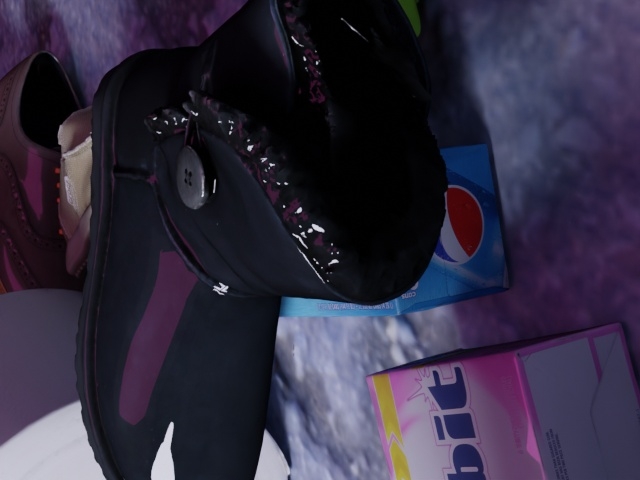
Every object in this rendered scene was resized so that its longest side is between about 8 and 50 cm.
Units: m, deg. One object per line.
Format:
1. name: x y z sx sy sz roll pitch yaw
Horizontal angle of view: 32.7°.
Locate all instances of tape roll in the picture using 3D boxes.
1. tape roll: -0.163 0.171 0.702 0.169 0.246 0.246 29 122 51

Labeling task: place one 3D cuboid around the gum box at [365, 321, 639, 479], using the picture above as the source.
1. gum box: 0.093 0.138 0.463 0.107 0.062 0.188 -21 81 57

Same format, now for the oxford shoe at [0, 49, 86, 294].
1. oxford shoe: -0.210 -0.023 0.861 0.098 0.096 0.271 -41 65 47

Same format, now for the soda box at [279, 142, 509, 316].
1. soda box: 0.000 0.000 0.564 0.210 0.067 0.071 -7 92 57

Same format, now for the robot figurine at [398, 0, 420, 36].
1. robot figurine: 0.009 -0.141 0.510 0.101 0.067 0.115 -30 73 55

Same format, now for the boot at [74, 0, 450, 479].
1. boot: -0.033 0.019 0.466 0.207 0.094 0.247 -2 91 61

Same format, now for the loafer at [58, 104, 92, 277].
1. loafer: -0.123 -0.054 0.707 0.268 0.102 0.092 -38 73 55
